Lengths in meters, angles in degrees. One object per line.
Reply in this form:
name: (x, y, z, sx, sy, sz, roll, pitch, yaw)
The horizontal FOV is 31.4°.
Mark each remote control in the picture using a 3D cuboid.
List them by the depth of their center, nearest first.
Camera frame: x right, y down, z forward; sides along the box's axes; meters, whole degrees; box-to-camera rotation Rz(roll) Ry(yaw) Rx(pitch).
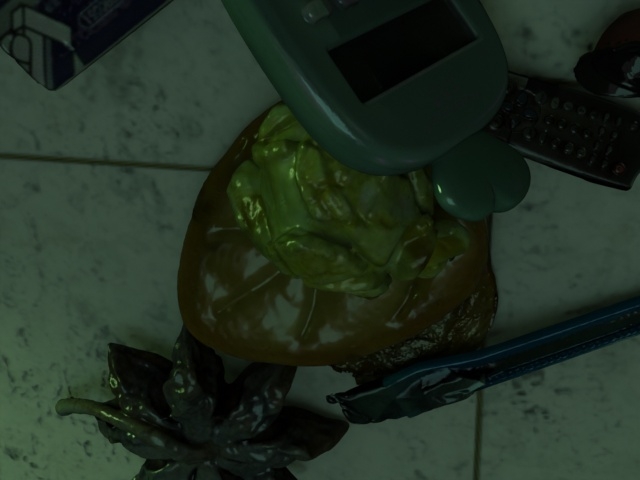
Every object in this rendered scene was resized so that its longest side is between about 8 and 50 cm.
remote control: (0.119, -0.090, 0.769, 0.212, 0.028, 0.059, 20, 85, 1)

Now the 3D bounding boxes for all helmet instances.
helmet: (0.206, -0.123, 0.726, 0.084, 0.049, 0.065, 5, 162, 39)

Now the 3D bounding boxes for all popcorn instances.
popcorn: (0.019, -0.033, 0.728, 0.162, 0.141, 0.135, 24, 89, 16)

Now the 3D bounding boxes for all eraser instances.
eraser: (-0.140, -0.205, 0.747, 0.210, 0.068, 0.124, -32, 107, 27)

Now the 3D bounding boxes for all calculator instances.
calculator: (0.023, -0.138, 0.670, 0.041, 0.185, 0.299, -31, 94, 45)

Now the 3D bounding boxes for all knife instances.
knife: (0.145, 0.088, 0.863, 0.297, 0.026, 0.044, -21, 114, 15)

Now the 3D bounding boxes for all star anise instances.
star anise: (-0.110, 0.159, 0.959, 0.262, 0.081, 0.230, 2, 132, 10)

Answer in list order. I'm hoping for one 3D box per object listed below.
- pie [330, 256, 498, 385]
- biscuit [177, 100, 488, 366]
pie: (0.068, 0.072, 0.890, 0.170, 0.034, 0.092, -22, 112, 18)
biscuit: (-0.001, 0.002, 0.836, 0.260, 0.041, 0.203, -33, 101, 20)
